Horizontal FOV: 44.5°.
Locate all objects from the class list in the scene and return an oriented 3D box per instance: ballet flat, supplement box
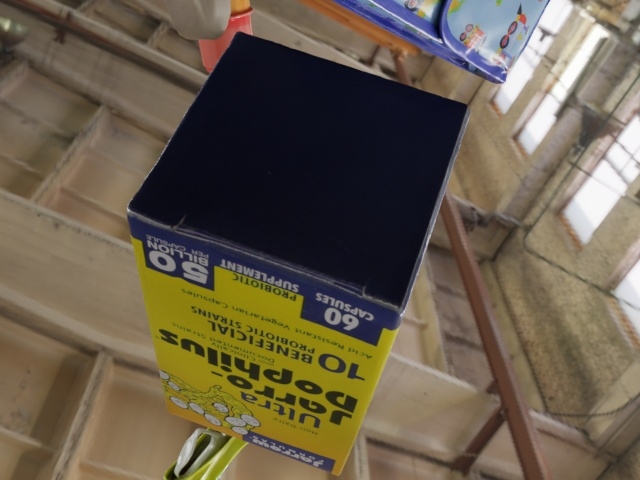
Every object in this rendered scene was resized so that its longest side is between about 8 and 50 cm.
[{"bbox_3d":[-0.145,0.287,1.166,0.077,0.231,0.077,20,156,54],"label":"ballet flat"},{"bbox_3d":[-0.023,0.036,0.686,0.194,0.356,0.195,19,-123,7],"label":"supplement box"}]

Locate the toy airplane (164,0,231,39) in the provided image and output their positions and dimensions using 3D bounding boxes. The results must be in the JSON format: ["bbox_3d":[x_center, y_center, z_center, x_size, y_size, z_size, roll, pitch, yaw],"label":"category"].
[{"bbox_3d":[-0.111,-0.314,0.377,0.272,0.386,0.384,21,-167,22],"label":"toy airplane"}]

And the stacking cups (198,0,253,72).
[{"bbox_3d":[-0.130,-0.350,0.877,0.096,0.316,0.096,-3,-152,1],"label":"stacking cups"}]

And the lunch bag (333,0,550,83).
[{"bbox_3d":[0.122,-0.278,0.670,0.293,0.221,0.138,16,-166,-39],"label":"lunch bag"}]
